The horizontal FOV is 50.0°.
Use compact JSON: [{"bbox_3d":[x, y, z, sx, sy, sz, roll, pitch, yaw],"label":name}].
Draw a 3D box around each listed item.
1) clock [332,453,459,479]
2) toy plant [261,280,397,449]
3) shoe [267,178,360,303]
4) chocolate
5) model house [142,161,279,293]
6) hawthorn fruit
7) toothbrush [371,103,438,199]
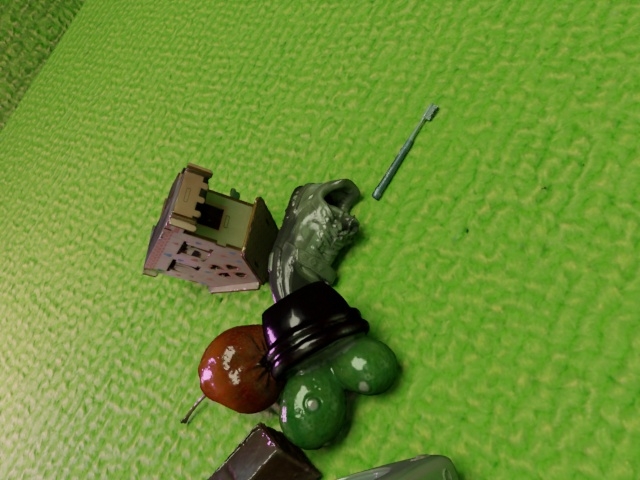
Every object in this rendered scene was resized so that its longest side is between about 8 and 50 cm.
[{"bbox_3d":[0.019,0.388,0.922,0.324,0.265,0.109,-27,74,31],"label":"clock"},{"bbox_3d":[0.002,0.198,1.113,0.218,0.175,0.235,-32,72,7],"label":"toy plant"},{"bbox_3d":[0.002,0.001,1.262,0.149,0.109,0.293,-19,49,36],"label":"shoe"},{"bbox_3d":[-0.156,0.443,1.084,0.321,0.112,0.112,-47,36,-6],"label":"chocolate"},{"bbox_3d":[-0.197,-0.013,1.351,0.326,0.244,0.169,137,150,-58],"label":"model house"},{"bbox_3d":[-0.170,0.256,1.252,0.285,0.165,0.165,-41,41,43],"label":"hawthorn fruit"},{"bbox_3d":[0.163,-0.171,1.314,0.019,0.016,0.220,29,82,36],"label":"toothbrush"}]
